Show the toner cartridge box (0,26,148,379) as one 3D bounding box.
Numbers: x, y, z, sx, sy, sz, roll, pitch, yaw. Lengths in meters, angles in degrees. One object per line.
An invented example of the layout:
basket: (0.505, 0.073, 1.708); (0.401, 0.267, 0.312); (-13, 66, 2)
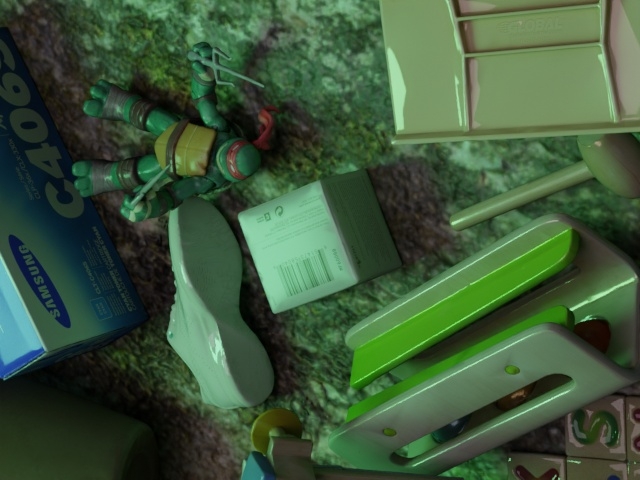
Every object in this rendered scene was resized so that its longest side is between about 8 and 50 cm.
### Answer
toner cartridge box: (-0.317, -0.045, 1.598); (0.075, 0.165, 0.348); (-31, 83, 32)

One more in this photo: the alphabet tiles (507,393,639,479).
alphabet tiles: (0.317, 0.274, 1.344); (0.342, 0.011, 0.285); (1, 96, 32)

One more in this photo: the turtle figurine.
turtle figurine: (-0.134, -0.088, 1.501); (0.234, 0.118, 0.175); (7, 69, 44)

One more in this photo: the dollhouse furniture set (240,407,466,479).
dollhouse furniture set: (0.038, 0.284, 1.408); (0.198, 0.286, 0.303); (-133, 50, -66)

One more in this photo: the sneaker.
sneaker: (-0.120, 0.065, 1.554); (0.094, 0.080, 0.212); (-13, 93, 45)

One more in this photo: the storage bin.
storage bin: (0.214, -0.153, 1.190); (0.260, 0.262, 0.123); (-1, 99, 32)

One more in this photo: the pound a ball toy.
pound a ball toy: (0.165, 0.066, 1.348); (0.135, 0.208, 0.319); (34, 135, -25)

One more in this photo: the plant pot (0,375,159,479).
plant pot: (-0.291, 0.245, 1.612); (0.229, 0.263, 0.263); (5, 102, 12)

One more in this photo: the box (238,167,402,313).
box: (0.000, 0.000, 1.454); (0.101, 0.087, 0.102); (-22, 86, 33)
